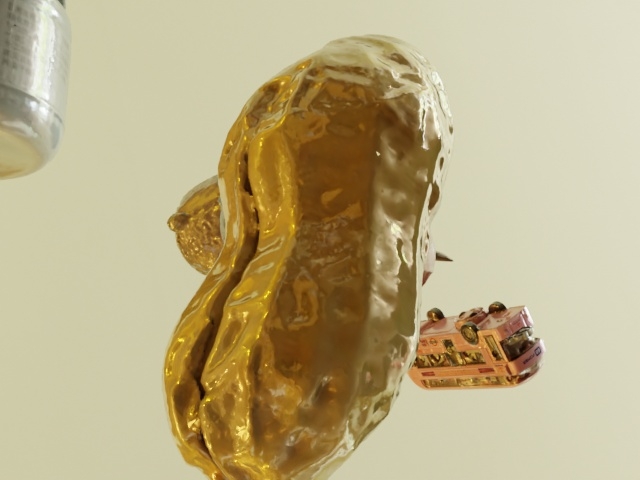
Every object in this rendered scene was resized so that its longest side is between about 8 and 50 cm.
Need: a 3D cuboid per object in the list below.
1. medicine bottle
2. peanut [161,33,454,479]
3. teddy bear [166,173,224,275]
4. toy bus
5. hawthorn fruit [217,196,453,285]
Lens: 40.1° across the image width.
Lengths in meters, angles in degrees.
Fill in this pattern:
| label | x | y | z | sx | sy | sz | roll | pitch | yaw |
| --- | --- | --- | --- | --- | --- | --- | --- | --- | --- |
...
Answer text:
| label | x | y | z | sx | sy | sz | roll | pitch | yaw |
| --- | --- | --- | --- | --- | --- | --- | --- | --- | --- |
| medicine bottle | -0.413 | -0.244 | 1.014 | 0.245 | 0.245 | 0.306 | 10 | -109 | -30 |
| peanut | 0.000 | 0.000 | 0.478 | 0.130 | 0.130 | 0.290 | 27 | -123 | -24 |
| teddy bear | -0.099 | -0.049 | 1.357 | 0.267 | 0.151 | 0.236 | -25 | -110 | 9 |
| toy bus | 0.164 | 0.122 | 0.999 | 0.063 | 0.203 | 0.090 | -30 | -84 | -31 |
| hawthorn fruit | 0.023 | -0.014 | 0.849 | 0.251 | 0.189 | 0.189 | 17 | -108 | -34 |
